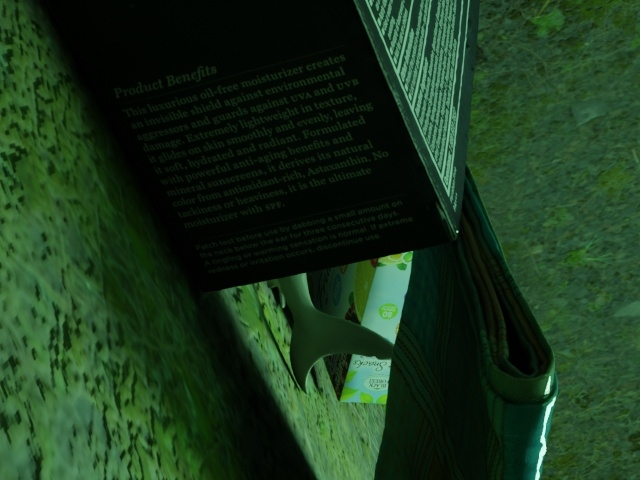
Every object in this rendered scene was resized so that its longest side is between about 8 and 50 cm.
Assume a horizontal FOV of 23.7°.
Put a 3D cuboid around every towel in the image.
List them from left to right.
[{"bbox_3d":[0.076,0.163,0.983,0.271,0.040,0.370,-105,-162,-58],"label":"towel"}]

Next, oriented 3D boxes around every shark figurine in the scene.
[{"bbox_3d":[-0.004,-0.005,1.280,0.278,0.116,0.166,-106,172,-67],"label":"shark figurine"}]

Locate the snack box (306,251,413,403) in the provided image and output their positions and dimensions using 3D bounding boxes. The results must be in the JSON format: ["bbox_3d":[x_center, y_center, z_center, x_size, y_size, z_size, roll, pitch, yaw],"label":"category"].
[{"bbox_3d":[0.049,0.015,1.377,0.174,0.070,0.207,-112,-148,-56],"label":"snack box"}]

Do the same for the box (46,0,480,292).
[{"bbox_3d":[-0.031,-0.182,0.955,0.296,0.182,0.294,-79,151,-51],"label":"box"}]
